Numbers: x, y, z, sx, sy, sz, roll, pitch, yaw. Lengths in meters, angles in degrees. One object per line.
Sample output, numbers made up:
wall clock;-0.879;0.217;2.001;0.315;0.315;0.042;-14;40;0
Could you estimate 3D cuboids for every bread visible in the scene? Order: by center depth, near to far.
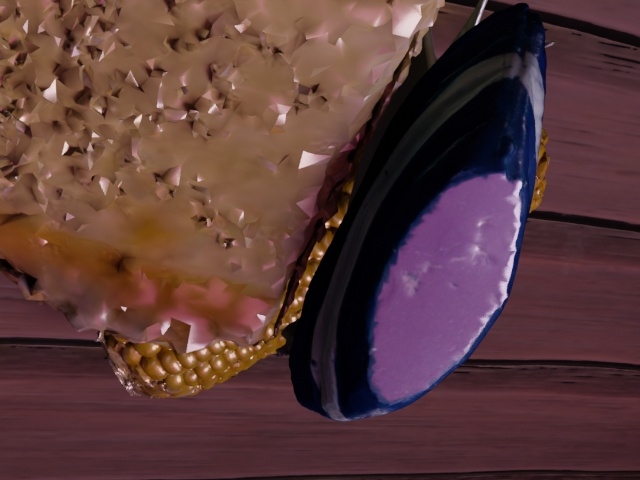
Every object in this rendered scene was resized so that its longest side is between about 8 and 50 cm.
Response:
bread;-0.098;-0.137;0.733;0.315;0.279;0.248;30;133;0

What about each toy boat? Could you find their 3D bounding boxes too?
toy boat;0.035;-0.047;0.771;0.067;0.291;0.220;19;117;-15

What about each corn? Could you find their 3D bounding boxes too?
corn;0.000;0.000;0.964;0.293;0.106;0.106;-27;147;0
